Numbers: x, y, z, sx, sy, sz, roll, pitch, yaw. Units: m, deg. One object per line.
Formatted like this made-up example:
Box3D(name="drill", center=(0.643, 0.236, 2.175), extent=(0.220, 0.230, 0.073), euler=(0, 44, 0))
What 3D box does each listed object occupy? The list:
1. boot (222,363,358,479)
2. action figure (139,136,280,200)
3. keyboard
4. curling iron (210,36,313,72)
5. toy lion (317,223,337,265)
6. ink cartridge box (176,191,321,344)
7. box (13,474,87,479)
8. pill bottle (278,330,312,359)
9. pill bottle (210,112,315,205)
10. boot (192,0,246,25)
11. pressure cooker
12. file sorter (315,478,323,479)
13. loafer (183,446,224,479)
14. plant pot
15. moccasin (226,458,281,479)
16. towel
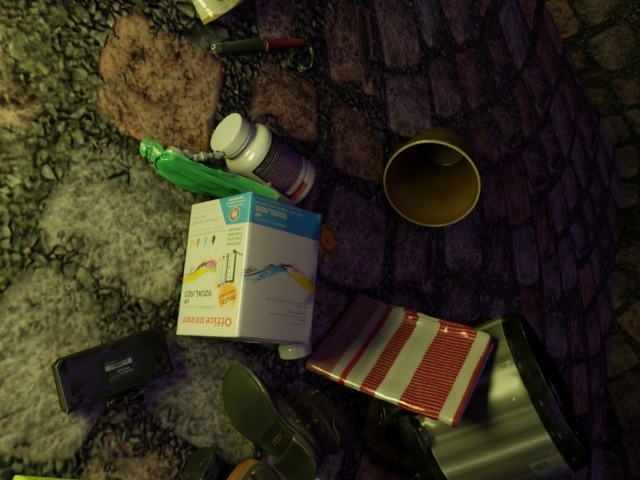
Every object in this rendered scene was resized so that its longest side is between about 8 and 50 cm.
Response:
Box3D(name="boot", center=(-0.053, 0.328, 1.039), extent=(0.263, 0.091, 0.229), euler=(49, 16, 13))
Box3D(name="action figure", center=(-0.198, -0.116, 0.931), extent=(0.232, 0.137, 0.063), euler=(22, 64, -35))
Box3D(name="keyboard", center=(-0.309, 0.206, 0.832), extent=(0.180, 0.023, 0.108), euler=(-14, 90, -47))
Box3D(name="curling iron", center=(-0.107, -0.386, 1.110), extent=(0.274, 0.035, 0.068), euler=(-16, 97, -48))
Box3D(name="toy lion", center=(0.000, 0.000, 1.192), extent=(0.100, 0.034, 0.096), euler=(47, 47, -34))
Box3D(name="ink cartridge box", center=(-0.122, 0.058, 0.942), extent=(0.168, 0.171, 0.232), euler=(16, 73, -46))
Box3D(name="box", center=(-0.347, 0.391, 0.753), extent=(0.178, 0.042, 0.109), euler=(31, 65, -42))
Box3D(name="pill bottle", center=(-0.059, 0.158, 1.070), extent=(0.078, 0.078, 0.137), euler=(-13, 95, -48))
Box3D(name="pill bottle", center=(-0.108, -0.152, 1.028), extent=(0.193, 0.108, 0.108), euler=(34, 61, -41))
Box3D(name="boot", center=(-0.187, -0.519, 1.008), extent=(0.165, 0.077, 0.213), euler=(56, 52, -25))
Box3D(name="pressure cooker", center=(0.352, 0.401, 1.270), extent=(0.369, 0.420, 0.375), euler=(61, 21, 3))
Box3D(name="file sorter", center=(0.057, 0.644, 1.073), extent=(0.193, 0.173, 0.277), euler=(41, 58, -38))
Box3D(name="loafer", center=(-0.211, 0.429, 0.888), extent=(0.170, 0.062, 0.061), euler=(-55, 129, -34))
Box3D(name="plant pot", center=(0.311, -0.199, 1.436), extent=(0.237, 0.237, 0.254), euler=(63, 32, -22))
Box3D(name="moccasin", center=(-0.170, 0.545, 0.875), extent=(0.139, 0.147, 0.380), euler=(26, 70, -28))
Box3D(name="towel", center=(0.166, 0.234, 1.135), extent=(0.237, 0.329, 0.037), euler=(-49, 142, -40))
